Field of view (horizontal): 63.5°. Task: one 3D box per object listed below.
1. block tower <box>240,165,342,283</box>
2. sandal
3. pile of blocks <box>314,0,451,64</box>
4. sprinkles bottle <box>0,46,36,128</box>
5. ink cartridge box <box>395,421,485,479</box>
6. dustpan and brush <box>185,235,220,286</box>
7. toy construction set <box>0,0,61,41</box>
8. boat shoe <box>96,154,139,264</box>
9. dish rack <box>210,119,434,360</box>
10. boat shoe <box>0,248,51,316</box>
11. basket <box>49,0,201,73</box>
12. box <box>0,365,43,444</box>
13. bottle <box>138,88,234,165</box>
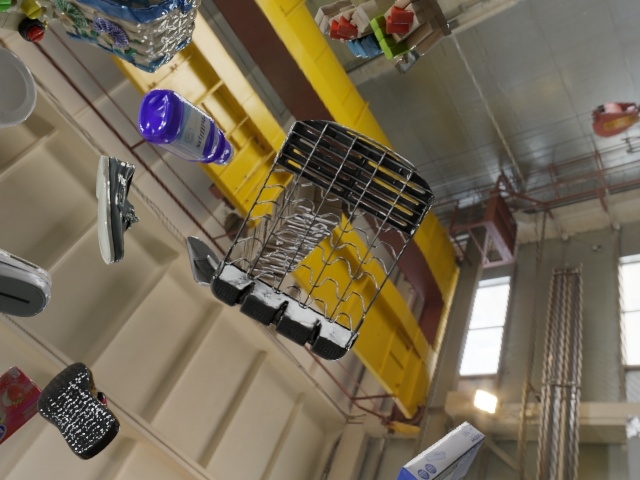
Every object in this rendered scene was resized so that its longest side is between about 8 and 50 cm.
[{"bbox_3d":[-0.065,-0.016,1.017,0.097,0.335,0.091,15,-120,-19],"label":"block tower"},{"bbox_3d":[-0.267,0.194,0.580,0.067,0.179,0.040,-43,-54,-22],"label":"sandal"},{"bbox_3d":[0.099,-0.428,1.077,0.113,0.362,0.149,-29,-61,-23],"label":"pile of blocks"},{"bbox_3d":[-0.618,-0.228,0.843,0.121,0.355,0.121,-2,-88,-59],"label":"sprinkles bottle"},{"bbox_3d":[0.195,0.385,0.865,0.207,0.046,0.097,-7,-58,-47],"label":"ink cartridge box"},{"bbox_3d":[-0.293,0.081,1.444,0.211,0.060,0.147,63,-173,-62],"label":"dustpan and brush"},{"bbox_3d":[-0.538,-0.479,0.926,0.151,0.215,0.328,50,-159,18],"label":"toy construction set"},{"bbox_3d":[-0.506,-0.083,1.308,0.099,0.116,0.319,4,-127,-32],"label":"boat shoe"},{"bbox_3d":[0.000,0.000,0.631,0.208,0.271,0.074,29,-167,1],"label":"dish rack"},{"bbox_3d":[-0.464,0.034,0.663,0.226,0.083,0.076,32,-170,-27],"label":"boat shoe"},{"bbox_3d":[-0.299,-0.420,0.780,0.255,0.289,0.201,25,-129,8],"label":"basket"},{"bbox_3d":[-0.764,0.420,1.176,0.122,0.128,0.257,49,-122,-5],"label":"box"},{"bbox_3d":[-0.290,-0.239,1.173,0.283,0.092,0.118,26,-111,-69],"label":"bottle"}]
